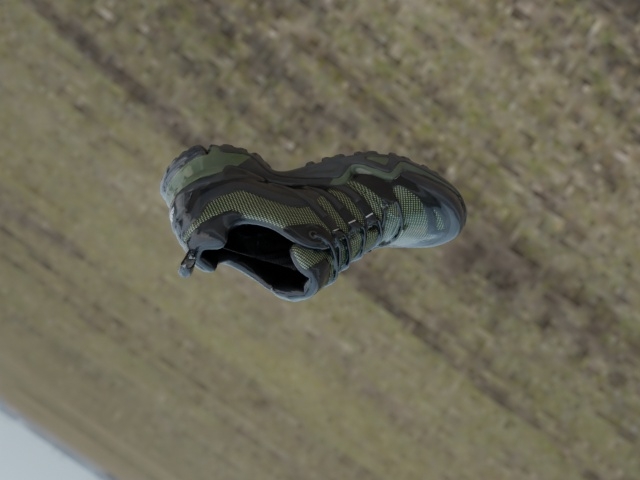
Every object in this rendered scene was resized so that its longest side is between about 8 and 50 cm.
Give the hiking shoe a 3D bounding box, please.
[{"bbox_3d":[0.000,0.000,1.247,0.227,0.114,0.086,2,142,-16],"label":"hiking shoe"}]
